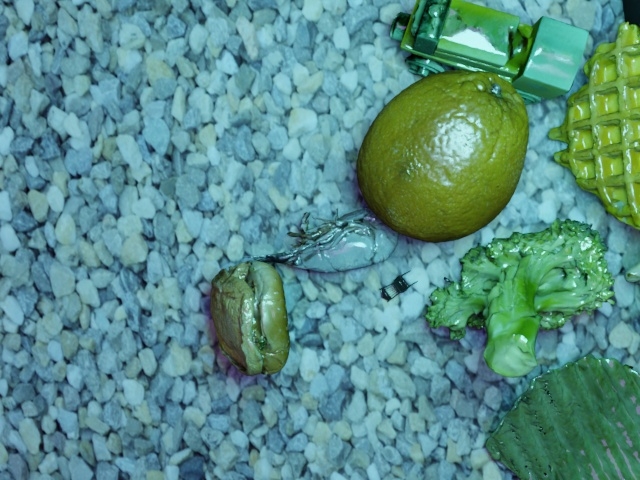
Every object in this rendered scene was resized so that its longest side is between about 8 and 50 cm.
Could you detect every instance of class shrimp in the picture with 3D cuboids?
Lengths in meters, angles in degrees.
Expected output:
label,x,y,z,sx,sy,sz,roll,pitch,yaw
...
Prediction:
label,x,y,z,sx,sy,sz,roll,pitch,yaw
shrimp,0.001,0.005,1.549,0.343,0.116,0.145,-12,93,-1

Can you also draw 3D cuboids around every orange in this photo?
label,x,y,z,sx,sy,sz,roll,pitch,yaw
orange,0.246,-0.169,1.402,0.322,0.322,0.357,36,125,2

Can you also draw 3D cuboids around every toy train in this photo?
label,x,y,z,sx,sy,sz,roll,pitch,yaw
toy train,0.333,-0.389,1.423,0.397,0.253,0.160,19,94,2

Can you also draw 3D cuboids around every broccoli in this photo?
label,x,y,z,sx,sy,sz,roll,pitch,yaw
broccoli,0.421,0.105,1.385,0.275,0.397,0.353,37,89,0

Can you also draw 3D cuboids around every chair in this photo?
label,x,y,z,sx,sy,sz,roll,pitch,yaw
chair,0.175,0.101,1.583,0.086,0.042,0.037,-35,89,42

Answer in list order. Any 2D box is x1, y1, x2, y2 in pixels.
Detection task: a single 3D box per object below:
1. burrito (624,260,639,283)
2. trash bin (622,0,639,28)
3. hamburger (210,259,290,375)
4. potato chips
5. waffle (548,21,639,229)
label,x,y,z,sx,sy,sz,roll,pitch,yaw
burrito,0.802,0.050,1.470,0.332,0.135,0.190,-34,91,7
trash bin,0.695,-0.439,1.432,0.115,0.165,0.225,-8,96,4
hamburger,-0.144,0.172,1.505,0.146,0.286,0.243,-9,51,-20
potato chips,0.584,0.435,1.538,0.389,0.097,0.373,38,95,0
waffle,0.622,-0.223,1.353,0.095,0.382,0.379,-3,130,-34
